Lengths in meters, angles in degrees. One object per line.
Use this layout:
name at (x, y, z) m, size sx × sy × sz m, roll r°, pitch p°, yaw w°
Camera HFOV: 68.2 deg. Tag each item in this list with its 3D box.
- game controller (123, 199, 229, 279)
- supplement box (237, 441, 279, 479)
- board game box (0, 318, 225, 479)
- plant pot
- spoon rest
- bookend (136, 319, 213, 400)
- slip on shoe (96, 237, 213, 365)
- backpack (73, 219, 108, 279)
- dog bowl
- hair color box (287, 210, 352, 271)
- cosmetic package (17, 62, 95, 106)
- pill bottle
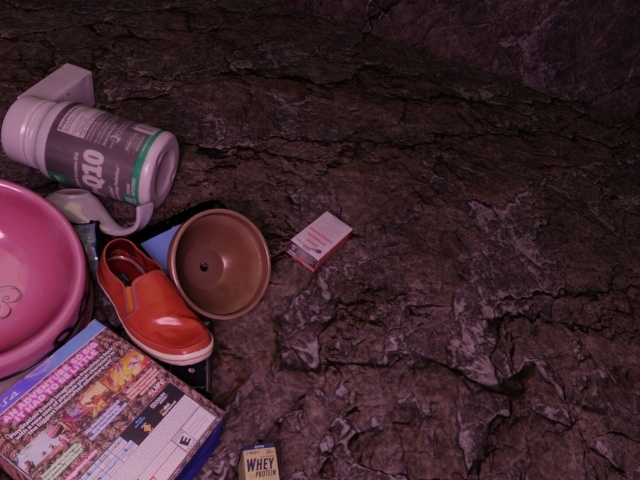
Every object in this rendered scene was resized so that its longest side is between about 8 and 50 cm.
game controller at (-0.322, 0.013, 1.119) m, size 0.166 × 0.067 × 0.319 m, roll 40°, pitch 48°, yaw 20°
supplement box at (-0.106, 0.401, 0.798) m, size 0.056 × 0.083 × 0.083 m, roll 2°, pitch 45°, yaw -19°
board game box at (-0.343, 0.314, 0.762) m, size 0.290 × 0.141 × 0.232 m, roll 31°, pitch 45°, yaw 12°
plant pot at (-0.236, 0.056, 1.042) m, size 0.237 × 0.109 × 0.238 m, roll 9°, pitch 76°, yaw -39°
spoon rest at (-0.522, -0.065, 1.098) m, size 0.276 × 0.084 × 0.137 m, roll 10°, pitch 18°, yaw 15°
bookend at (-0.289, 0.236, 0.907) m, size 0.157 × 0.072 × 0.156 m, roll 3°, pitch 46°, yaw -15°
slip on shoe at (-0.322, 0.111, 0.896) m, size 0.123 × 0.101 × 0.331 m, roll -22°, pitch 51°, yaw -42°
backpack at (-0.506, 0.030, 1.016) m, size 0.084 × 0.105 × 0.115 m, roll -11°, pitch 58°, yaw -17°
dog bowl at (-0.579, 0.069, 0.771) m, size 0.407 × 0.150 × 0.409 m, roll 19°, pitch 54°, yaw -27°
hair color box at (0.000, 0.000, 1.250) m, size 0.093 × 0.053 × 0.167 m, roll 36°, pitch 45°, yaw 15°
cosmetic package at (-0.742, -0.397, 1.344) m, size 0.085 × 0.117 × 0.231 m, roll 19°, pitch 45°, yaw -1°
pill bottle at (-0.557, -0.221, 1.170) m, size 0.360 × 0.204 × 0.204 m, roll 17°, pitch 44°, yaw -2°
